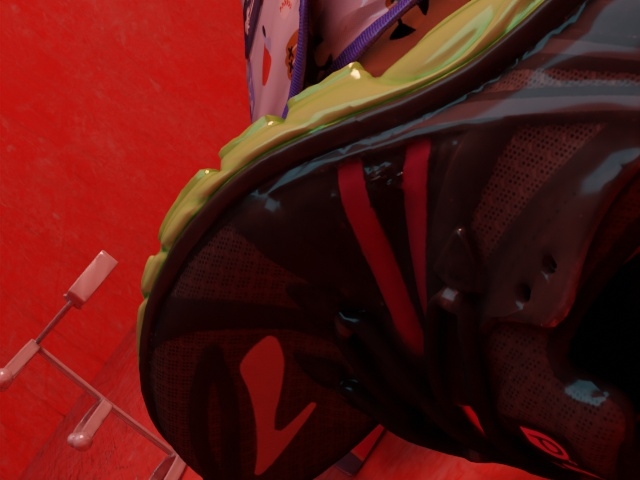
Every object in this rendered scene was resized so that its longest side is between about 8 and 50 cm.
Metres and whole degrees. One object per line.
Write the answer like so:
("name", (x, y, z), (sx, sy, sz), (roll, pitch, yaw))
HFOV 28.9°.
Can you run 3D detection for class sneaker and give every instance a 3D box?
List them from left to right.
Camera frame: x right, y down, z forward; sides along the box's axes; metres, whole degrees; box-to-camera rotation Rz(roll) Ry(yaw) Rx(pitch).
("sneaker", (0.070, 0.025, 0.546), (0.483, 0.185, 0.202), (-38, 50, 42))

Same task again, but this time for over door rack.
("over door rack", (-0.218, 0.171, 1.333), (0.324, 0.239, 0.108), (-40, 13, 54))

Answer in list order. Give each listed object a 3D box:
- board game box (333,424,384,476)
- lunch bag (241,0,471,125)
("board game box", (0.054, 0.021, 1.028), (0.316, 0.064, 0.242), (-56, 15, -7))
("lunch bag", (0.085, -0.212, 0.880), (0.385, 0.239, 0.328), (-36, 40, 29))
